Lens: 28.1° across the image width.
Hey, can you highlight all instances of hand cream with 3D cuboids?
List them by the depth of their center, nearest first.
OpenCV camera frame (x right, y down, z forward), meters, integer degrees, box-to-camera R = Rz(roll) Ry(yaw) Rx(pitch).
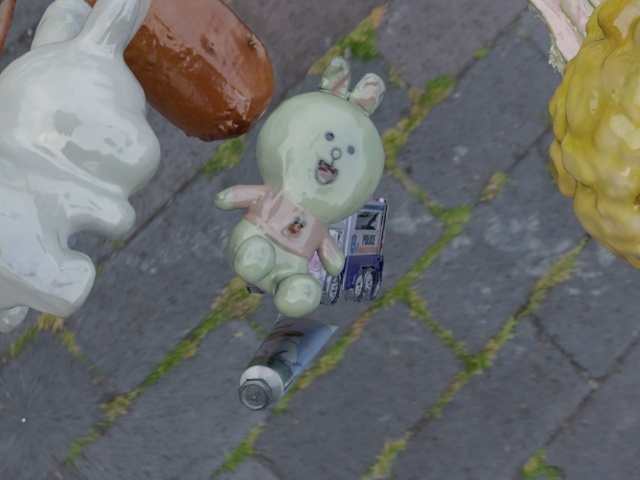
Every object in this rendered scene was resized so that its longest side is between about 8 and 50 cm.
[{"bbox_3d":[-0.049,0.151,1.709,0.091,0.271,0.058,10,110,13],"label":"hand cream"}]

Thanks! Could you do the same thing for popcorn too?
[{"bbox_3d":[0.189,-0.054,0.550,0.180,0.170,0.180,8,69,-23],"label":"popcorn"}]

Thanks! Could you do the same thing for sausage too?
[{"bbox_3d":[-0.178,-0.240,1.609,0.268,0.141,0.153,42,51,-22],"label":"sausage"}]

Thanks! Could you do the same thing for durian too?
[{"bbox_3d":[0.214,-0.175,0.971,0.140,0.078,0.224,-25,78,-49],"label":"durian"}]

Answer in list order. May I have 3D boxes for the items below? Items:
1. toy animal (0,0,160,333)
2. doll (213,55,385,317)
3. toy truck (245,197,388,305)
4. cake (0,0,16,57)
[{"bbox_3d":[-0.273,-0.107,1.218,0.241,0.196,0.368,46,57,-27],"label":"toy animal"},{"bbox_3d":[-0.020,-0.055,1.319,0.154,0.113,0.275,27,71,-15],"label":"doll"},{"bbox_3d":[0.000,0.000,1.697,0.124,0.268,0.155,9,92,18],"label":"toy truck"},{"bbox_3d":[-0.273,-0.163,0.907,0.098,0.135,0.287,6,110,-28],"label":"cake"}]
